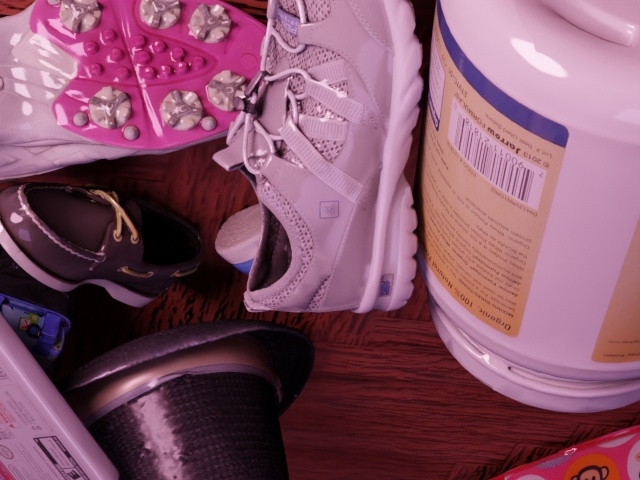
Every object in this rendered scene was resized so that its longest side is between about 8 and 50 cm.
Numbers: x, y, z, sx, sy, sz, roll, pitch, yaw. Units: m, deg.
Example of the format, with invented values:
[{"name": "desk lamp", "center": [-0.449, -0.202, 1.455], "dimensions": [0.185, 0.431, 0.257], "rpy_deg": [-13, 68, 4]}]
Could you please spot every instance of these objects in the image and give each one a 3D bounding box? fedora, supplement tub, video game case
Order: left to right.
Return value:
[{"name": "video game case", "center": [-0.273, 0.124, 0.966], "dimensions": [0.183, 0.023, 0.201], "rpy_deg": [-11, 125, 28]}, {"name": "fedora", "center": [-0.122, 0.205, 1.106], "dimensions": [0.334, 0.152, 0.334], "rpy_deg": [-20, 155, -10]}, {"name": "supplement tub", "center": [0.173, -0.055, 0.784], "dimensions": [0.228, 0.228, 0.316], "rpy_deg": [0, 143, -2]}]

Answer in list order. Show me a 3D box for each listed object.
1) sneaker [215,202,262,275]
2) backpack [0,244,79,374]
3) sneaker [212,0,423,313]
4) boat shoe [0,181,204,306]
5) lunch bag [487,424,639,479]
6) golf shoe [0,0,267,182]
[{"name": "sneaker", "center": [0.000, -0.001, 0.989], "dimensions": [0.152, 0.058, 0.084], "rpy_deg": [-23, 132, 32]}, {"name": "backpack", "center": [-0.292, 0.046, 1.001], "dimensions": [0.173, 0.117, 0.158], "rpy_deg": [24, 135, -25]}, {"name": "sneaker", "center": [-0.007, -0.072, 0.764], "dimensions": [0.115, 0.105, 0.281], "rpy_deg": [-13, 114, -16]}, {"name": "boat shoe", "center": [-0.157, -0.007, 0.927], "dimensions": [0.068, 0.081, 0.228], "rpy_deg": [-30, 162, 12]}, {"name": "lunch bag", "center": [0.328, 0.308, 1.354], "dimensions": [0.293, 0.120, 0.258], "rpy_deg": [-24, 138, 26]}, {"name": "golf shoe", "center": [-0.176, -0.097, 0.845], "dimensions": [0.306, 0.115, 0.140], "rpy_deg": [-5, 172, -4]}]
